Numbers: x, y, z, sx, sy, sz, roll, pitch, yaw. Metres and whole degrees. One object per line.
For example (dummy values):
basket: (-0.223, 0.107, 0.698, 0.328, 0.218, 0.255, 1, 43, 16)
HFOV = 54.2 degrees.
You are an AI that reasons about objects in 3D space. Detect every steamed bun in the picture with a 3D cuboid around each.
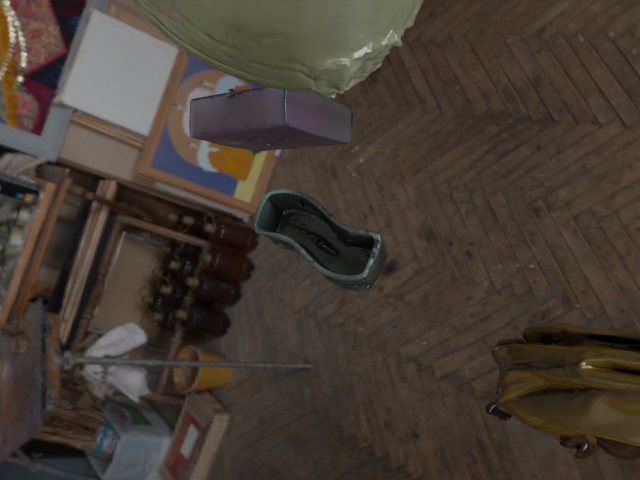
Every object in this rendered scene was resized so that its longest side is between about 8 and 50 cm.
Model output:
steamed bun: (-0.028, -0.303, 0.486, 0.233, 0.312, 0.333, -166, 90, -80)

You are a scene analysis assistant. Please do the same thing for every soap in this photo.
soap: (-0.114, -0.288, 1.504, 0.296, 0.285, 0.107, 1, 91, 35)

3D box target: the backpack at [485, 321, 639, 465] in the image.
backpack: (0.461, 0.253, 0.995, 0.378, 0.353, 0.201, -4, 63, 45)

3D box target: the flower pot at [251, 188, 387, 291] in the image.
flower pot: (0.000, 0.000, 1.078, 0.229, 0.108, 0.103, 30, 84, 20)
